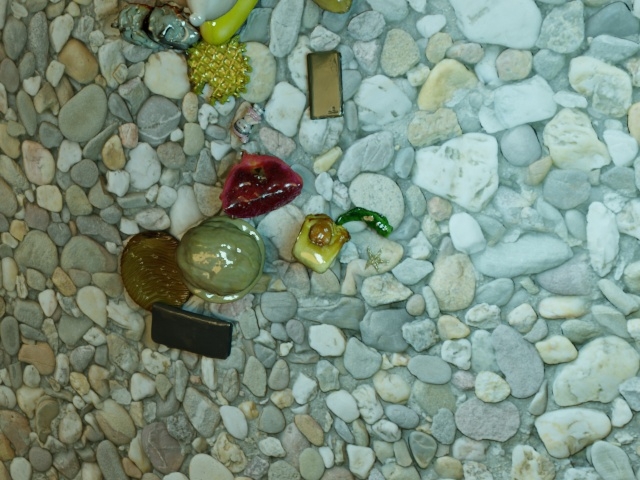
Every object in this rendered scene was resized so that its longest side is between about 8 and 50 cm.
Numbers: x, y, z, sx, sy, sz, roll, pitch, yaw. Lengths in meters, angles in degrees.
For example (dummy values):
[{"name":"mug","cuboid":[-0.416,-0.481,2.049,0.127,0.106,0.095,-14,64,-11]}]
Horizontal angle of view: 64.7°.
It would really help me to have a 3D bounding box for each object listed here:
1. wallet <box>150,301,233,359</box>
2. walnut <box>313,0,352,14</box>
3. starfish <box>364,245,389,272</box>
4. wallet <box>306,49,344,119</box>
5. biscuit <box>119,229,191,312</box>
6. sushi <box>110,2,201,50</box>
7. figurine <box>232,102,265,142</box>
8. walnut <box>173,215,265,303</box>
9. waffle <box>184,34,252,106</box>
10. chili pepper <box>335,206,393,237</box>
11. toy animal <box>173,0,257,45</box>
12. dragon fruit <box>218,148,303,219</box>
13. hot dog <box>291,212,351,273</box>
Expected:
[{"name":"wallet","cuboid":[-0.465,0.327,1.818,0.310,0.042,0.165,11,112,11]},{"name":"walnut","cuboid":[0.013,-0.751,1.443,0.137,0.137,0.245,-36,86,21]},{"name":"starfish","cuboid":[0.167,0.060,1.584,0.086,0.016,0.092,-26,95,20]},{"name":"wallet","cuboid":[0.014,-0.471,1.539,0.110,0.031,0.197,1,100,18]},{"name":"biscuit","cuboid":[-0.602,0.118,1.849,0.318,0.040,0.317,4,101,19]},{"name":"sushi","cuboid":[-0.523,-0.684,1.626,0.332,0.124,0.129,19,86,27]},{"name":"figurine","cuboid":[-0.229,-0.381,1.632,0.072,0.054,0.129,43,103,-8]},{"name":"walnut","cuboid":[-0.312,0.060,1.610,0.286,0.296,0.284,2,79,-9]},{"name":"waffle","cuboid":[-0.330,-0.559,1.637,0.232,0.051,0.228,-11,92,20]},{"name":"chili pepper","cuboid":[0.136,-0.062,1.556,0.182,0.050,0.073,15,112,19]},{"name":"toy animal","cuboid":[-0.344,-0.738,1.471,0.247,0.345,0.277,35,125,5]},{"name":"dragon fruit","cuboid":[-0.199,-0.191,1.620,0.262,0.134,0.211,-16,77,-5]},{"name":"hot dog","cuboid":[0.000,0.000,1.513,0.150,0.256,0.153,31,95,-2]}]
